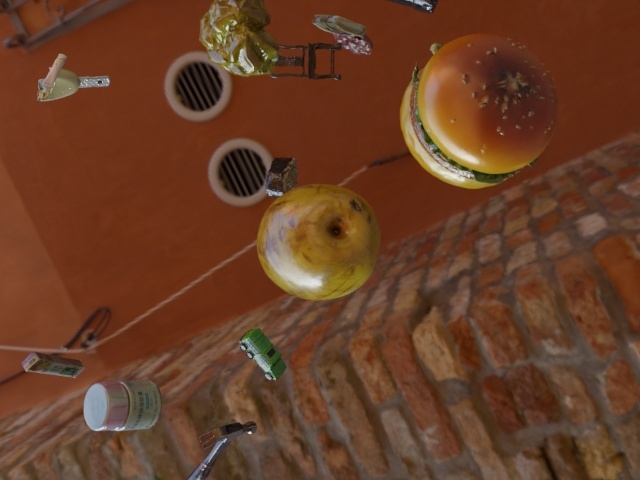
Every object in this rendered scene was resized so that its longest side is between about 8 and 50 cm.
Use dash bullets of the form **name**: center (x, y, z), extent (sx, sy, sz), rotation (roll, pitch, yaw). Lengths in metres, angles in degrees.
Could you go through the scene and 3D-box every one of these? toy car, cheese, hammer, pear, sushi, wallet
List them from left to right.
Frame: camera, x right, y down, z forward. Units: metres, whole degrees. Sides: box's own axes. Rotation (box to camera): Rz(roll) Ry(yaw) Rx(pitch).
- **cheese**: center (-0.820, -0.523, 2.212), extent (0.050, 0.235, 0.127), rotation (63, 146, 29)
- **hammer**: center (-0.287, 0.565, 1.730), extent (0.137, 0.290, 0.037), rotation (5, -137, -41)
- **toy car**: center (-0.165, 0.336, 1.977), extent (0.165, 0.062, 0.071), rotation (50, -135, -2)
- **sushi**: center (-0.114, -0.190, 1.987), extent (0.150, 0.078, 0.091), rotation (-69, -23, -48)
- **pear**: center (0.000, 0.000, 1.468), extent (0.281, 0.280, 0.281), rotation (-24, -90, -81)
- **wallet**: center (0.050, -0.635, 1.970), extent (0.110, 0.039, 0.155), rotation (11, -168, -31)

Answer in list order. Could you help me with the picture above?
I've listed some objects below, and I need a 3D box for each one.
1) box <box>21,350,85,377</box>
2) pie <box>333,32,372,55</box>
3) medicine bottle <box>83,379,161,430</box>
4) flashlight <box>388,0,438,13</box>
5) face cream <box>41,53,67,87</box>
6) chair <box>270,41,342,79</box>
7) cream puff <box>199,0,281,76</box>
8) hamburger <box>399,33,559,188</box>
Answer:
- **box**: center (-0.768, 0.361, 1.922), extent (0.041, 0.050, 0.207), rotation (44, -179, 24)
- **pie**: center (0.112, -0.691, 2.296), extent (0.154, 0.036, 0.154), rotation (26, 169, 5)
- **medicine bottle**: center (-0.526, 0.439, 1.772), extent (0.168, 0.135, 0.135), rotation (13, -131, -47)
- **flashlight**: center (0.111, -0.482, 1.240), extent (0.093, 0.231, 0.093), rotation (21, -90, -80)
- **face cream**: center (-0.771, -0.492, 1.933), extent (0.020, 0.038, 0.115), rotation (70, -144, -67)
- **chair**: center (-0.050, -0.529, 1.969), extent (0.113, 0.229, 0.106), rotation (-76, -14, -78)
- **cream puff**: center (-0.193, -0.499, 1.582), extent (0.194, 0.194, 0.221), rotation (-2, -109, -81)
- **hamburger**: center (0.246, -0.206, 1.003), extent (0.246, 0.246, 0.170), rotation (67, 163, 8)
